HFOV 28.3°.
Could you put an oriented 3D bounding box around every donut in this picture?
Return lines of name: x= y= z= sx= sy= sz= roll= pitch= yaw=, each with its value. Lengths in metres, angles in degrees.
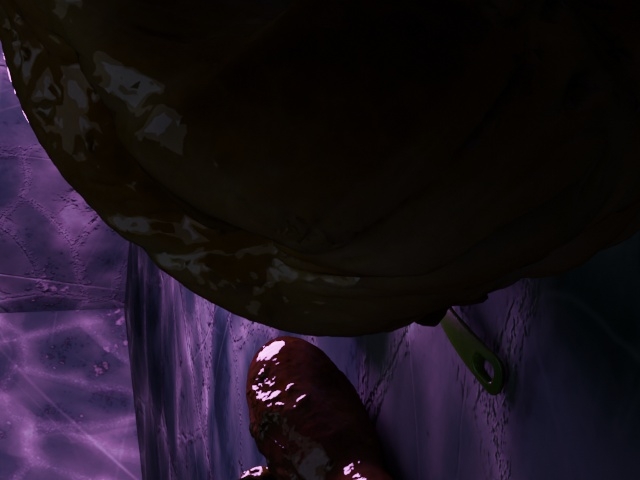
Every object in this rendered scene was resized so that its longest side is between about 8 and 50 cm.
donut: x=0.020 y=-0.119 z=0.576 sx=0.170 sy=0.360 sz=0.360 roll=114 pitch=151 yaw=-53

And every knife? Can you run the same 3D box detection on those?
knife: x=0.097 y=0.057 z=0.921 sx=0.166 sy=0.022 sz=0.078 roll=-112 pitch=19 yaw=-56

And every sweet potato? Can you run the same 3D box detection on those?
sweet potato: x=0.011 y=0.192 z=1.126 sx=0.385 sy=0.109 sz=0.109 roll=-131 pitch=41 yaw=-60

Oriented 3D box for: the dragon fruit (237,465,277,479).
dragon fruit: x=-0.035 y=0.359 z=1.184 sx=0.211 sy=0.147 sz=0.282 roll=145 pitch=136 yaw=-76
